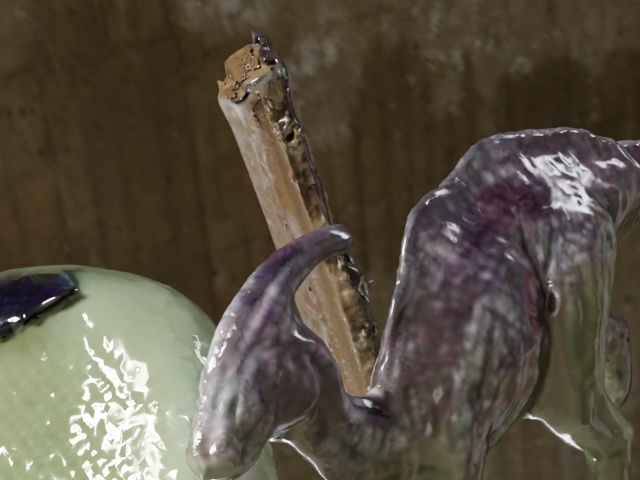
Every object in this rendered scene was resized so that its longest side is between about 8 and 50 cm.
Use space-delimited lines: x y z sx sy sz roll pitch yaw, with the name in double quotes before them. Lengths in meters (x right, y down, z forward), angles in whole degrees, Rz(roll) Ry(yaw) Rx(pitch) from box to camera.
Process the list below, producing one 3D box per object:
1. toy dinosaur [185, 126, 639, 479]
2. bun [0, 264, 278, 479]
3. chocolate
"toy dinosaur" 0.069 0.045 0.685 0.294 0.077 0.162 -33 -60 -46
"bun" -0.146 0.165 0.965 0.293 0.293 0.187 -43 -31 -2
"chocolate" -0.006 0.001 1.351 0.065 0.102 0.329 -22 -67 -3
